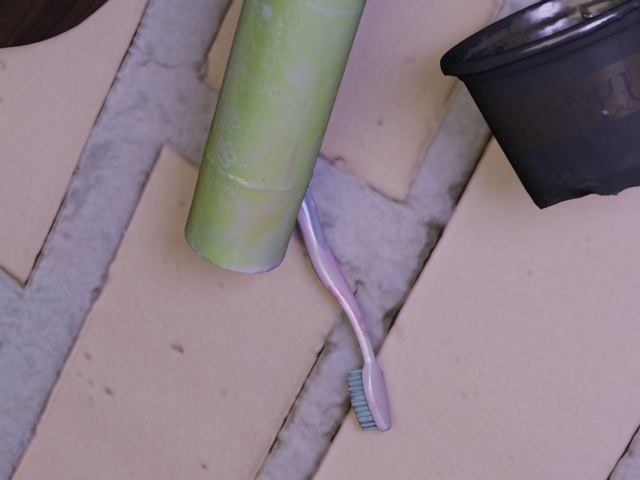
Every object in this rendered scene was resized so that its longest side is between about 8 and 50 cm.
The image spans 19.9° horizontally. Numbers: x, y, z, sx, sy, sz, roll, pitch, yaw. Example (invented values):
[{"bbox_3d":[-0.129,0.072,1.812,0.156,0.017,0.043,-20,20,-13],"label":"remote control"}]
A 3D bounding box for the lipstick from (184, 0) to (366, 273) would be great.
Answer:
[{"bbox_3d":[-0.019,-0.120,1.128,0.076,0.076,0.304,31,124,19],"label":"lipstick"}]

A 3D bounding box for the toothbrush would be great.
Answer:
[{"bbox_3d":[0.000,0.000,1.218,0.027,0.021,0.269,-17,90,23],"label":"toothbrush"}]

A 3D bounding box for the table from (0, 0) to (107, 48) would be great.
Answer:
[{"bbox_3d":[-0.260,-0.292,1.137,0.317,0.317,0.249,-34,74,27],"label":"table"}]

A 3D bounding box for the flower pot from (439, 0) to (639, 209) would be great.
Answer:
[{"bbox_3d":[0.159,-0.087,1.058,0.157,0.157,0.107,-16,105,28],"label":"flower pot"}]
